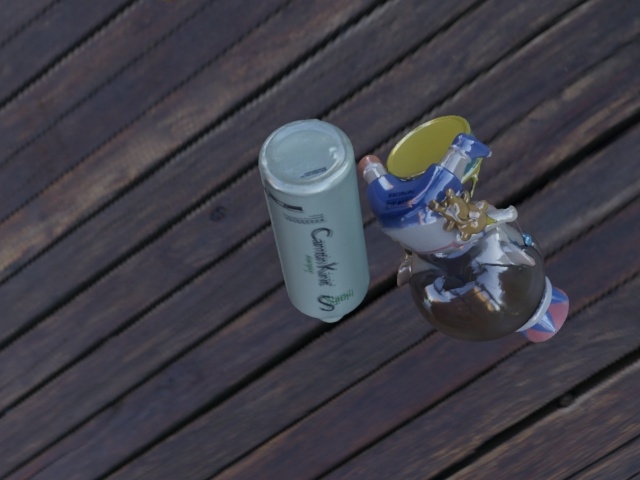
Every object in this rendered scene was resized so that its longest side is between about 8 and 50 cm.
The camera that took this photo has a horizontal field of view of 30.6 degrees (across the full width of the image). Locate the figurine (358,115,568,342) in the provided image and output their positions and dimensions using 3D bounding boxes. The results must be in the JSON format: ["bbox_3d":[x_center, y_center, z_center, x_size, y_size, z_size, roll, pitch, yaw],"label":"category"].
[{"bbox_3d":[0.155,0.008,1.225,0.161,0.275,0.158,-5,39,36],"label":"figurine"}]

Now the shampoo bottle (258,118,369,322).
[{"bbox_3d":[0.000,0.000,1.117,0.085,0.262,0.085,-3,54,5],"label":"shampoo bottle"}]
